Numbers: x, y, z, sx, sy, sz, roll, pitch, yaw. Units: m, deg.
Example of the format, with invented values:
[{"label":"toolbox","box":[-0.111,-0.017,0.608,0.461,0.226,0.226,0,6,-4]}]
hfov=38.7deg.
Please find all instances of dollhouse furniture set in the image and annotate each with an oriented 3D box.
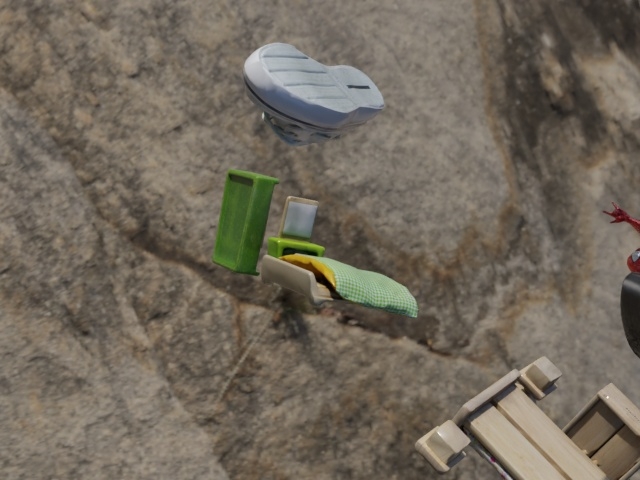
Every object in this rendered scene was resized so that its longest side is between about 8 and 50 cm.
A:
[{"label":"dollhouse furniture set","box":[0.000,0.000,1.357,0.197,0.301,0.151,9,95,-35]},{"label":"dollhouse furniture set","box":[0.285,0.329,1.113,0.303,0.174,0.355,46,36,21]}]

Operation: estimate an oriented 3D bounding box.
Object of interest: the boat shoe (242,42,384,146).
[{"label":"boat shoe","box":[-0.012,-0.116,0.820,0.083,0.076,0.226,55,23,16]}]

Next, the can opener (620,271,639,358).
[{"label":"can opener","box":[0.253,0.099,0.597,0.186,0.059,0.073,65,-4,-21]}]

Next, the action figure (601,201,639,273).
[{"label":"action figure","box":[0.499,-0.077,1.249,0.139,0.280,0.091,43,-1,25]}]

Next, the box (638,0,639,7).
[{"label":"box","box":[0.422,-0.133,0.712,0.395,0.212,0.293,41,21,-54]}]
